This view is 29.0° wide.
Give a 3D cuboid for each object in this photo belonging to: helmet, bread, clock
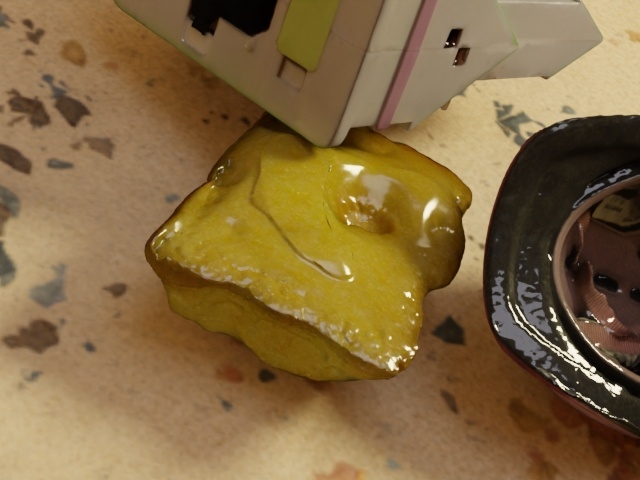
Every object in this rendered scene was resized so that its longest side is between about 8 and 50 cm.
[{"bbox_3d":[0.217,0.032,0.786,0.253,0.154,0.198,13,82,-1],"label":"helmet"},{"bbox_3d":[0.000,0.000,0.760,0.161,0.088,0.233,34,40,0],"label":"bread"},{"bbox_3d":[0.047,-0.193,0.876,0.235,0.166,0.310,37,29,31],"label":"clock"}]
